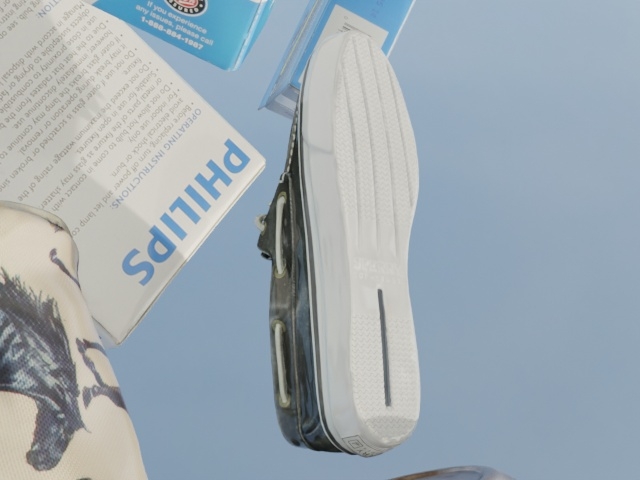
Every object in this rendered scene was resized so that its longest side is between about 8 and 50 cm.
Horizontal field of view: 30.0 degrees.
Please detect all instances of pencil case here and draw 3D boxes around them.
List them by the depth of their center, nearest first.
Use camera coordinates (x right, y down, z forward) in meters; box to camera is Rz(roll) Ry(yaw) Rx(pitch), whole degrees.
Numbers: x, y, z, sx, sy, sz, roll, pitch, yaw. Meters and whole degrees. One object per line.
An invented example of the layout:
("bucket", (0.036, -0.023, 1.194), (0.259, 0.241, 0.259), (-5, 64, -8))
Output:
("pencil case", (-0.134, 0.184, 0.518), (0.159, 0.183, 0.410), (-30, -112, 21))

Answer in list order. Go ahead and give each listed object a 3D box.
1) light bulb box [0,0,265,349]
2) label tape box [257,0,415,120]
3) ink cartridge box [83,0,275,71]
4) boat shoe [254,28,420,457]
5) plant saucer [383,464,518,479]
("light bulb box", (-0.302, -0.084, 1.124), (0.361, 0.358, 0.225), (44, -115, -13))
("label tape box", (0.027, -0.275, 1.626), (0.105, 0.333, 0.241), (26, -93, -8))
("ink cartridge box", (-0.059, -0.189, 0.510), (0.139, 0.191, 0.082), (26, -139, -3))
("boat shoe", (0.000, 0.000, 0.928), (0.119, 0.121, 0.335), (-12, -111, 37))
("plant saucer", (0.027, 0.234, 0.935), (0.310, 0.310, 0.050), (-15, -96, -20))
